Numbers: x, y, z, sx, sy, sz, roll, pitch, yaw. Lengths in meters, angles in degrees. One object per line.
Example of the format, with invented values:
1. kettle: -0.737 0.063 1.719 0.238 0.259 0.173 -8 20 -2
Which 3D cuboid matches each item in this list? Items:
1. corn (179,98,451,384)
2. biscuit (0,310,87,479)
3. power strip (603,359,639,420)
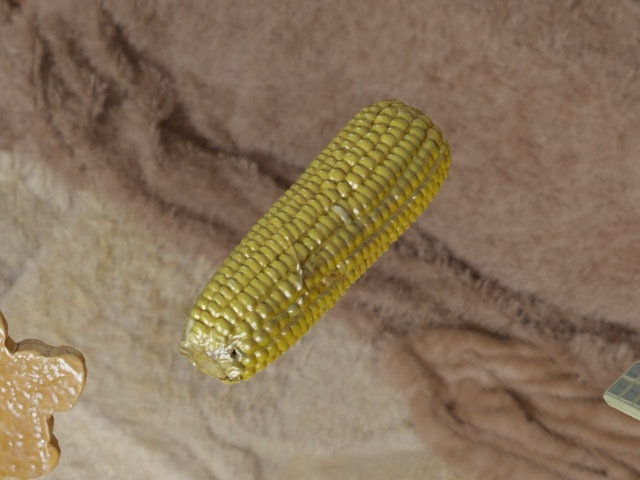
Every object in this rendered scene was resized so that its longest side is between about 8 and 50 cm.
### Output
1. corn: 0.000 0.000 0.850 0.080 0.080 0.231 37 69 10
2. biscuit: -0.452 0.184 1.547 0.376 0.269 0.051 -12 28 12
3. power strip: 0.421 0.194 1.595 0.076 0.169 0.028 -42 111 -11
